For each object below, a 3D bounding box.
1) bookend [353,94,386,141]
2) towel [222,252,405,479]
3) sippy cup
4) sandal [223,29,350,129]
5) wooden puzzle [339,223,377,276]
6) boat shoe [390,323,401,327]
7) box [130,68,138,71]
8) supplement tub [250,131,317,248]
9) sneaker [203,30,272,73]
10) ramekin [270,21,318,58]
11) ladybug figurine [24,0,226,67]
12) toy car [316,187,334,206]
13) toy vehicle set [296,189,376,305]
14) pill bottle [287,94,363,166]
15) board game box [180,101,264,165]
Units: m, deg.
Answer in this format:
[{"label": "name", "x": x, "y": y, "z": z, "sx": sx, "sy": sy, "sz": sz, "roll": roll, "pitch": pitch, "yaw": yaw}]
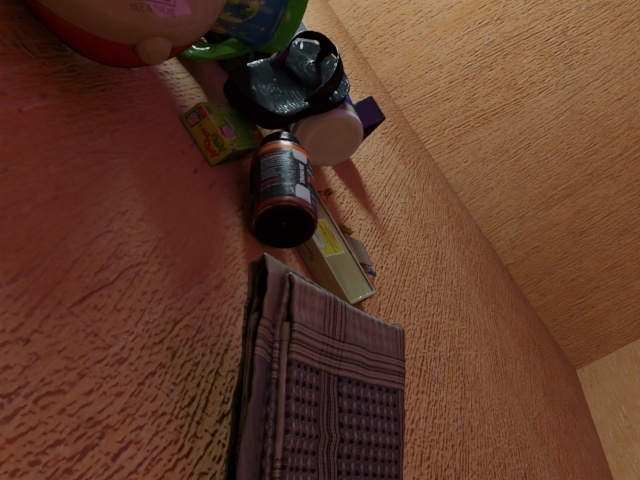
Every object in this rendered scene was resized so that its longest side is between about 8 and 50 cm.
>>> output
[{"label": "bookend", "x": 0.060, "y": -0.279, "z": 1.838, "sx": 0.157, "sy": 0.156, "sz": 0.072, "roll": -30, "pitch": 86, "yaw": -28}, {"label": "towel", "x": 0.016, "y": 0.205, "z": 0.788, "sx": 0.324, "sy": 0.056, "sz": 0.312, "roll": 31, "pitch": 58, "yaw": -50}, {"label": "sippy cup", "x": -0.161, "y": -0.438, "z": 1.169, "sx": 0.224, "sy": 0.305, "sz": 0.240, "roll": 3, "pitch": 18, "yaw": -29}, {"label": "sandal", "x": -0.028, "y": -0.319, "z": 1.369, "sx": 0.167, "sy": 0.107, "sz": 0.446, "roll": 38, "pitch": 30, "yaw": -1}, {"label": "wooden puzzle", "x": 0.076, "y": 0.022, "z": 1.509, "sx": 0.078, "sy": 0.014, "sz": 0.116, "roll": 23, "pitch": 38, "yaw": -53}, {"label": "boat shoe", "x": 0.027, "y": 0.179, "z": 0.969, "sx": 0.306, "sy": 0.113, "sz": 0.105, "roll": 2, "pitch": 77, "yaw": -63}, {"label": "box", "x": -0.312, "y": -0.398, "z": 1.119, "sx": 0.067, "sy": 0.063, "sz": 0.324, "roll": 35, "pitch": 29, "yaw": -51}, {"label": "supplement tub", "x": -0.061, "y": -0.089, "z": 1.161, "sx": 0.106, "sy": 0.106, "sz": 0.198, "roll": 42, "pitch": 29, "yaw": -39}, {"label": "sneaker", "x": -0.202, "y": -0.447, "z": 1.366, "sx": 0.341, "sy": 0.139, "sz": 0.125, "roll": 30, "pitch": 34, "yaw": -53}, {"label": "ramekin", "x": -0.090, "y": -0.480, "z": 1.758, "sx": 0.207, "sy": 0.109, "sz": 0.207, "roll": 49, "pitch": 19, "yaw": -23}, {"label": "ladybug figurine", "x": -0.284, "y": -0.384, "z": 0.932, "sx": 0.305, "sy": 0.162, "sz": 0.449, "roll": -1, "pitch": 57, "yaw": -36}, {"label": "toy car", "x": -0.001, "y": -0.097, "z": 1.461, "sx": 0.060, "sy": 0.040, "sz": 0.122, "roll": 51, "pitch": 19, "yaw": -17}, {"label": "toy vehicle set", "x": 0.000, "y": 0.000, "z": 1.308, "sx": 0.267, "sy": 0.035, "sz": 0.166, "roll": 60, "pitch": 18, "yaw": 9}, {"label": "pill bottle", "x": -0.011, "y": -0.303, "z": 1.600, "sx": 0.153, "sy": 0.153, "sz": 0.265, "roll": 37, "pitch": 26, "yaw": -47}, {"label": "board game box", "x": -0.154, "y": -0.180, "z": 1.196, "sx": 0.092, "sy": 0.043, "sz": 0.181, "roll": 57, "pitch": 18, "yaw": -1}]
